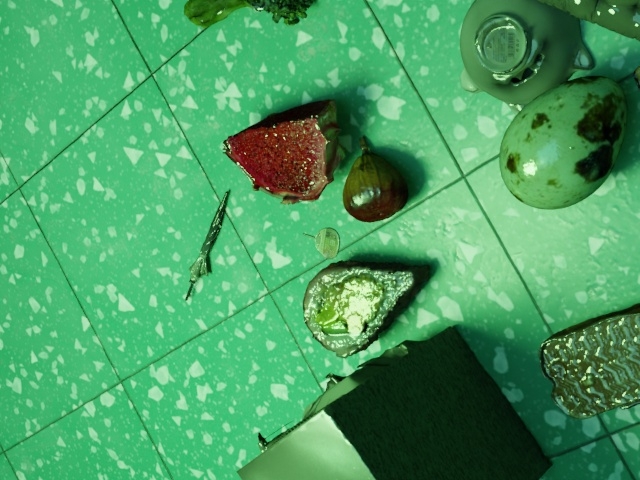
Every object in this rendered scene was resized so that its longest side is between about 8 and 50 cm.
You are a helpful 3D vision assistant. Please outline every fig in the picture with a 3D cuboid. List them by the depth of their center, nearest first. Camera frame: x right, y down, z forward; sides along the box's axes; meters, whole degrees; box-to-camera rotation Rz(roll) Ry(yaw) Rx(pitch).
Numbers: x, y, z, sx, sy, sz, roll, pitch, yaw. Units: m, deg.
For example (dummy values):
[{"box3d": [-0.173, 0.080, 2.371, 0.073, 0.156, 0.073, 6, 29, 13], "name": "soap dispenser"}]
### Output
[{"box3d": [0.094, -0.097, 1.941, 0.119, 0.153, 0.119, -2, 128, -3], "name": "fig"}]

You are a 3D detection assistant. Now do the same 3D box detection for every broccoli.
[{"box3d": [-0.144, -0.447, 1.977, 0.304, 0.145, 0.164, -11, 93, 48], "name": "broccoli"}]

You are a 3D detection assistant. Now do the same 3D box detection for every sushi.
[{"box3d": [0.071, 0.093, 1.987, 0.161, 0.107, 0.241, 44, 115, 15], "name": "sushi"}]

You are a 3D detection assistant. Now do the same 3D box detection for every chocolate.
[{"box3d": [0.468, 0.191, 1.759, 0.214, 0.093, 0.148, -24, 88, 35], "name": "chocolate"}]

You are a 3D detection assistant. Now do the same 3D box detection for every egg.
[{"box3d": [0.375, -0.151, 1.680, 0.169, 0.169, 0.231, 42, 111, 17], "name": "egg"}]

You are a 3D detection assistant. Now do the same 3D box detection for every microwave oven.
[{"box3d": [0.130, 0.371, 1.825, 0.236, 0.432, 0.374, -42, 80, 34], "name": "microwave oven"}]

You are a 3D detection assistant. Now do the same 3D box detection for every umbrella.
[{"box3d": [-0.228, 0.020, 2.208, 0.044, 0.044, 0.269, 21, 119, -6], "name": "umbrella"}]

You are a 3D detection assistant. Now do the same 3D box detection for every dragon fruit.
[{"box3d": [-0.039, -0.156, 1.991, 0.274, 0.126, 0.161, -8, 108, 44], "name": "dragon fruit"}]

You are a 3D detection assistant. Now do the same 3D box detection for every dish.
[{"box3d": [0.309, -0.306, 1.729, 0.228, 0.086, 0.236, 36, 120, 20], "name": "dish"}]

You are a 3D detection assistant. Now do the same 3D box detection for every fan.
[{"box3d": [0.007, -0.004, 2.066, 0.080, 0.003, 0.060, 46, 123, 14], "name": "fan"}]

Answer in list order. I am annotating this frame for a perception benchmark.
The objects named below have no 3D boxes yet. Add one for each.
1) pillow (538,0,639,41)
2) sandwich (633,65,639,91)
[{"box3d": [0.401, -0.427, 1.579, 0.326, 0.101, 0.228, 30, 141, 18], "name": "pillow"}, {"box3d": [0.570, -0.196, 1.604, 0.162, 0.058, 0.193, -24, 87, 35], "name": "sandwich"}]
